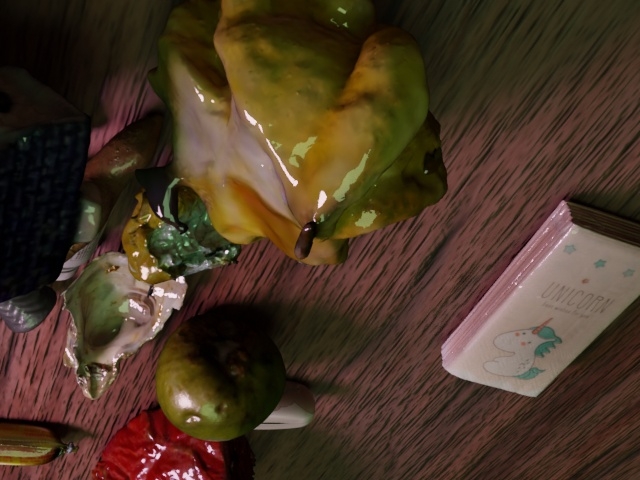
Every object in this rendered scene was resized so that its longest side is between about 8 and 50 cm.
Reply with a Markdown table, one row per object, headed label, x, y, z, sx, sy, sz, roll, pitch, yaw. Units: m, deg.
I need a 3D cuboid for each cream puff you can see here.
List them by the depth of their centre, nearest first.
| label | x | y | z | sx | sy | sz | roll | pitch | yaw |
| --- | --- | --- | --- | --- | --- | --- | --- | --- | --- |
| cream puff | -0.169 | -0.016 | 0.924 | 0.121 | 0.156 | 0.156 | 14 | 156 | 50 |

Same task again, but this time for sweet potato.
| label | x | y | z | sx | sy | sz | roll | pitch | yaw |
| --- | --- | --- | --- | --- | --- | --- | --- | --- | --- |
| sweet potato | -0.246 | -0.055 | 0.850 | 0.051 | 0.065 | 0.218 | 41 | 77 | -36 |

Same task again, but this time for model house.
| label | x | y | z | sx | sy | sz | roll | pitch | yaw |
| --- | --- | --- | --- | --- | --- | --- | --- | --- | --- |
| model house | -0.344 | -0.091 | 0.716 | 0.284 | 0.298 | 0.243 | 15 | 119 | -22 |

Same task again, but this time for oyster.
| label | x | y | z | sx | sy | sz | roll | pitch | yaw |
| --- | --- | --- | --- | --- | --- | --- | --- | --- | --- |
| oyster | -0.286 | 0.103 | 1.048 | 0.162 | 0.107 | 0.232 | 12 | 119 | -25 |

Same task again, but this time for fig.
| label | x | y | z | sx | sy | sz | roll | pitch | yaw |
| --- | --- | --- | --- | --- | --- | --- | --- | --- | --- |
| fig | -0.149 | 0.194 | 1.082 | 0.181 | 0.180 | 0.191 | 16 | 157 | -17 |

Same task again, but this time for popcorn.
| label | x | y | z | sx | sy | sz | roll | pitch | yaw |
| --- | --- | --- | --- | --- | --- | --- | --- | --- | --- |
| popcorn | -0.018 | -0.112 | 0.748 | 0.316 | 0.281 | 0.297 | 32 | 145 | 22 |

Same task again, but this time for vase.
| label | x | y | z | sx | sy | sz | roll | pitch | yaw |
| --- | --- | --- | --- | --- | --- | --- | --- | --- | --- |
| vase | -0.437 | 0.025 | 0.961 | 0.116 | 0.115 | 0.237 | -17 | 135 | 15 |

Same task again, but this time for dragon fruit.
| label | x | y | z | sx | sy | sz | roll | pitch | yaw |
| --- | --- | --- | --- | --- | --- | --- | --- | --- | --- |
| dragon fruit | -0.245 | 0.430 | 1.322 | 0.330 | 0.302 | 0.240 | -17 | 161 | 25 |

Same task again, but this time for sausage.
| label | x | y | z | sx | sy | sz | roll | pitch | yaw |
| --- | --- | --- | --- | --- | --- | --- | --- | --- | --- |
| sausage | -0.593 | 0.331 | 1.274 | 0.372 | 0.082 | 0.082 | 8 | 134 | -10 |

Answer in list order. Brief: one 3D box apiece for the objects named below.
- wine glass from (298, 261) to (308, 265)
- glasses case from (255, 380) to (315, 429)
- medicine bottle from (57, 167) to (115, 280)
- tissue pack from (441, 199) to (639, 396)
| label | x | y | z | sx | sy | sz | roll | pitch | yaw |
| --- | --- | --- | --- | --- | --- | --- | --- | --- | --- |
| wine glass | 0.000 | 0.000 | 0.991 | 0.042 | 0.038 | 0.083 | 14 | 135 | -27 |
| glasses case | -0.108 | 0.255 | 1.201 | 0.204 | 0.081 | 0.051 | 4 | 130 | -16 |
| medicine bottle | -0.306 | -0.017 | 0.934 | 0.079 | 0.079 | 0.140 | 20 | 131 | -20 |
| tissue pack | 0.318 | 0.092 | 1.070 | 0.170 | 0.071 | 0.325 | 17 | 131 | -15 |
